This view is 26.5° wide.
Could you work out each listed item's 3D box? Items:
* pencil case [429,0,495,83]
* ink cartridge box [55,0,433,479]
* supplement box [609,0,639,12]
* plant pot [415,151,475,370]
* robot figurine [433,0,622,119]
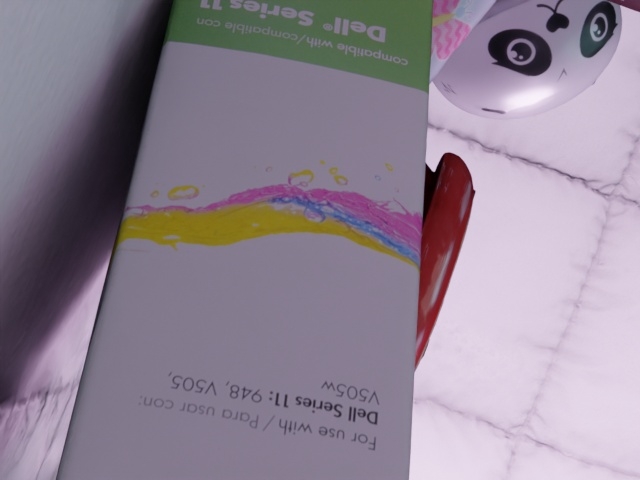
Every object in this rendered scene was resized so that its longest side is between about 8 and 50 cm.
[{"bbox_3d":[0.083,-0.215,0.898,0.273,0.124,0.113,-54,-146,-2],"label":"pencil case"},{"bbox_3d":[-0.039,0.073,0.558,0.207,0.119,0.353,108,-9,-49],"label":"ink cartridge box"},{"bbox_3d":[0.113,-0.217,0.773,0.130,0.239,0.073,101,10,-77],"label":"supplement box"},{"bbox_3d":[0.000,0.000,0.889,0.191,0.174,0.191,19,90,-87],"label":"plant pot"},{"bbox_3d":[0.139,-0.238,1.126,0.209,0.278,0.173,-27,168,33],"label":"robot figurine"}]
